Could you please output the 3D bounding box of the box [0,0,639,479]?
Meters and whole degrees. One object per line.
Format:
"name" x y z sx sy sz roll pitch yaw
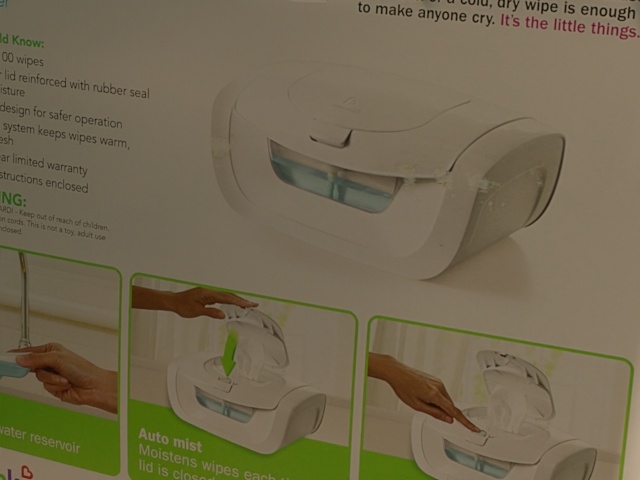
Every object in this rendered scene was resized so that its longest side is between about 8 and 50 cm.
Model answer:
"box" 0.000 0.000 0.494 0.262 0.127 0.231 9 105 24
